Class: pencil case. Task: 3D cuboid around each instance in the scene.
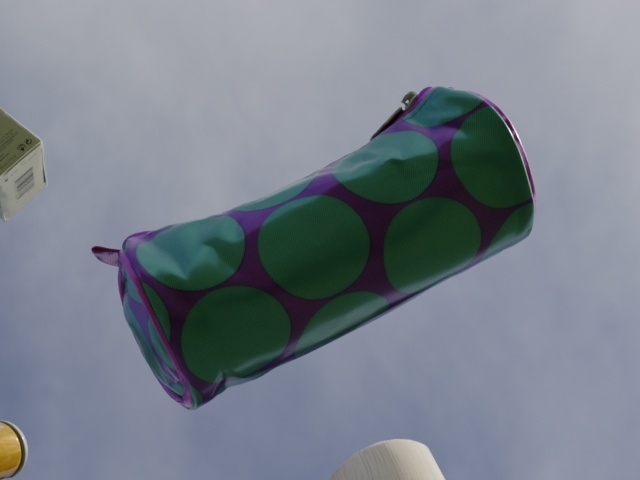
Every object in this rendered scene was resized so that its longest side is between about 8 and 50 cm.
[{"bbox_3d":[0.000,0.000,0.474,0.151,0.064,0.070,-27,-99,-14],"label":"pencil case"}]

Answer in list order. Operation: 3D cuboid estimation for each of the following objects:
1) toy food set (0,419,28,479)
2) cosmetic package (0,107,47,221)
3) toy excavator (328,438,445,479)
[{"bbox_3d":[-0.279,0.183,0.930,0.232,0.104,0.111,-20,-95,28],"label":"toy food set"},{"bbox_3d":[-0.233,-0.071,0.842,0.115,0.060,0.041,38,-117,11],"label":"cosmetic package"},{"bbox_3d":[0.191,0.382,1.114,0.432,0.222,0.445,3,-71,-12],"label":"toy excavator"}]
